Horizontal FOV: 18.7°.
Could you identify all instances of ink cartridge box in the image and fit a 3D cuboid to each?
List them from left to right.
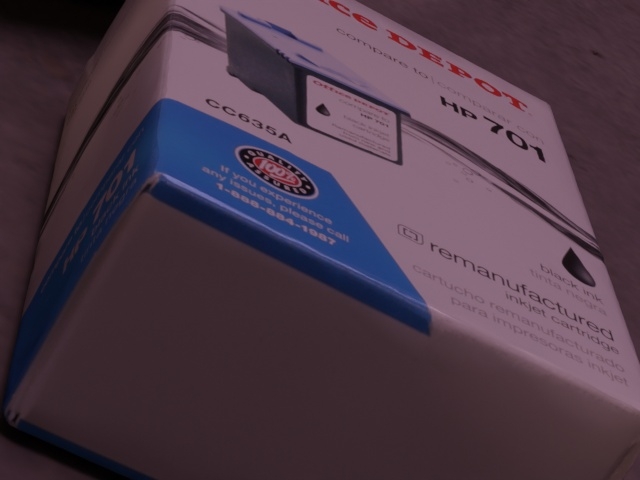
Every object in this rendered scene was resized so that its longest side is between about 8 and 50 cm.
[{"bbox_3d":[0.000,0.000,0.535,0.140,0.082,0.190,26,25,-15],"label":"ink cartridge box"}]
